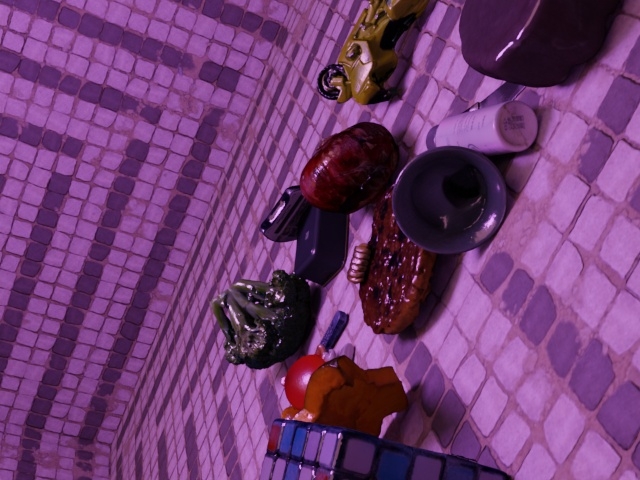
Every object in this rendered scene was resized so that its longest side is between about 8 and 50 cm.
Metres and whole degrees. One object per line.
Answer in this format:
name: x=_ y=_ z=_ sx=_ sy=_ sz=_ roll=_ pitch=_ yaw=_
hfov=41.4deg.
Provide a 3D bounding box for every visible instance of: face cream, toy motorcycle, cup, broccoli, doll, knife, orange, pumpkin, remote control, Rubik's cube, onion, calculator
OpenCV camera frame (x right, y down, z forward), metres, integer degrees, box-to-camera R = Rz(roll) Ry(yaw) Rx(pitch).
face cream: x=0.278 y=-0.196 z=1.576 sx=0.311 sy=0.092 sz=0.092 roll=3 pitch=75 yaw=69
toy motorcycle: x=0.143 y=-0.470 z=2.073 sx=0.342 sy=0.206 sz=0.142 roll=-58 pitch=-10 yaw=9
cup: x=0.232 y=-0.093 z=1.527 sx=0.199 sy=0.199 sz=0.150 roll=-63 pitch=3 yaw=23
broccoli: x=-0.152 y=0.200 z=2.176 sx=0.294 sy=0.245 sz=0.265 roll=-42 pitch=8 yaw=12
doll: x=-0.009 y=0.326 z=1.904 sx=0.217 sy=0.085 sz=0.183 roll=-21 pitch=53 yaw=43
knife: x=0.324 y=-0.254 z=1.617 sx=0.230 sy=0.028 sz=0.060 roll=-37 pitch=51 yaw=53
orange: x=-0.058 y=0.423 z=1.960 sx=0.083 sy=0.070 sz=0.083 roll=-169 pitch=90 yaw=-81
pumpkin: x=0.046 y=0.321 z=1.520 sx=0.095 sy=0.258 sz=0.290 roll=50 pitch=120 yaw=42
remote control: x=0.024 y=0.227 z=1.982 sx=0.152 sy=0.027 sz=0.043 roll=-62 pitch=28 yaw=29
Rubik's cube: x=0.069 y=0.444 z=1.281 sx=0.287 sy=0.292 sz=0.293 roll=161 pitch=123 yaw=-67
onion: x=0.073 y=-0.162 z=1.949 sx=0.246 sy=0.190 sz=0.246 roll=-43 pitch=4 yaw=3
calculator: x=-0.063 y=-0.069 z=2.235 sx=0.040 sy=0.268 sz=0.177 roll=41 pitch=101 yaw=22

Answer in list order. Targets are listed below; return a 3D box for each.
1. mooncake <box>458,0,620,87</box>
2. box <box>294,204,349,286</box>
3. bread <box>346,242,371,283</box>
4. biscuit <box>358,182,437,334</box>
mooncake: x=0.367 y=-0.399 z=1.428 sx=0.306 sy=0.154 sz=0.306 roll=-52 pitch=29 yaw=44
box: x=0.000 y=0.000 z=2.150 sx=0.144 sy=0.090 sz=0.201 roll=133 pitch=149 yaw=-50
bread: x=0.079 y=0.047 z=1.762 sx=0.049 sy=0.034 sz=0.088 roll=25 pitch=100 yaw=65
biscuit: x=0.165 y=0.032 z=1.695 sx=0.289 sy=0.081 sz=0.334 roll=129 pitch=151 yaw=-53
